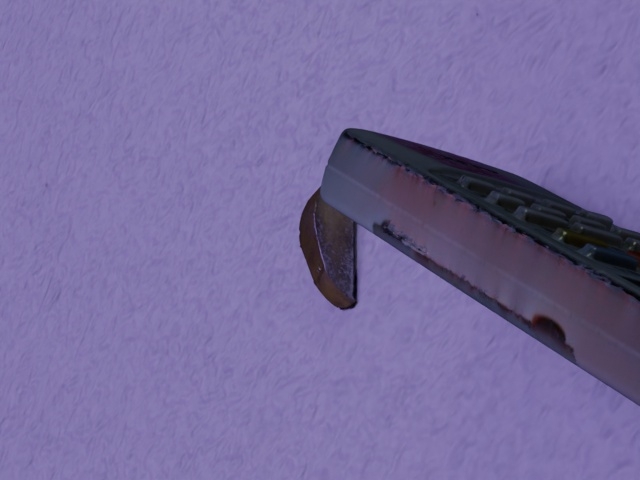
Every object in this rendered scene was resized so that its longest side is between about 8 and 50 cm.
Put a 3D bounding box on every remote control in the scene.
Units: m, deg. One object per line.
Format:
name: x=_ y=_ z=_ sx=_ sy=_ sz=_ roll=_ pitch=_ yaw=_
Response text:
remote control: x=0.132 y=0.021 z=0.876 sx=0.344 sy=0.145 sz=0.050 roll=35 pitch=107 yaw=56

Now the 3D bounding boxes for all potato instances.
potato: x=-0.001 y=0.000 z=1.182 sx=0.037 sy=0.036 sz=0.093 roll=-26 pitch=54 yaw=44
